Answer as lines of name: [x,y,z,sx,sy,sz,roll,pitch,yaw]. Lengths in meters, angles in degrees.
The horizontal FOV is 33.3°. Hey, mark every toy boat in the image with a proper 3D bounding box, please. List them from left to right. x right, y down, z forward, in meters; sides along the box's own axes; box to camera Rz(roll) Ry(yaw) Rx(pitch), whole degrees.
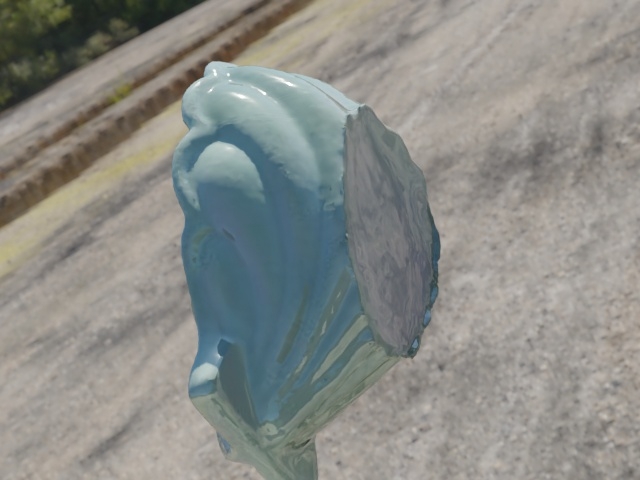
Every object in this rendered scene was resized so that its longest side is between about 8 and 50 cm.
toy boat: [0.000,0.000,0.616,0.100,0.199,0.290,-20,39,27]
